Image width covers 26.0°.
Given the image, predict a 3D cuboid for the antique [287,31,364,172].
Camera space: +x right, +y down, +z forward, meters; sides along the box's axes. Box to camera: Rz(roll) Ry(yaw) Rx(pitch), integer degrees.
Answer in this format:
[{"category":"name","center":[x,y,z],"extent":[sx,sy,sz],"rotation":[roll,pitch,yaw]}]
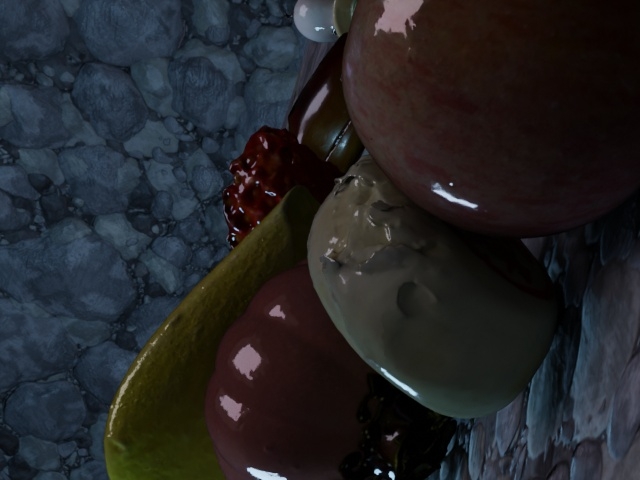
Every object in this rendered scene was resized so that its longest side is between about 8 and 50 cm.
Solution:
[{"category":"antique","center":[0.044,-0.218,2.143],"extent":[0.278,0.129,0.223],"rotation":[-57,0,-4]}]

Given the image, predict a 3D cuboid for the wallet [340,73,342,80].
[{"category":"wallet","center":[0.133,-0.340,1.843],"extent":[0.223,0.077,0.309],"rotation":[31,115,54]}]

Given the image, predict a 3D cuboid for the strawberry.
[{"category":"strawberry","center":[0.000,0.000,1.814],"extent":[0.265,0.149,0.336],"rotation":[-61,-38,-34]}]

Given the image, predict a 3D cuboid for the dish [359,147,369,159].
[{"category":"dish","center":[0.081,-0.071,2.020],"extent":[0.151,0.077,0.212],"rotation":[-87,15,-45]}]

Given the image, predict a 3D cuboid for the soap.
[{"category":"soap","center":[-0.069,0.167,1.653],"extent":[0.427,0.306,0.115],"rotation":[-53,36,-11]}]

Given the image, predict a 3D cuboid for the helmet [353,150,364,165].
[{"category":"helmet","center":[0.047,-0.192,2.318],"extent":[0.175,0.106,0.155],"rotation":[-60,-30,-26]}]

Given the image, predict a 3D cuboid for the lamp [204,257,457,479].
[{"category":"lamp","center":[0.026,0.161,1.481],"extent":[0.305,0.239,0.305],"rotation":[-35,-41,-38]}]

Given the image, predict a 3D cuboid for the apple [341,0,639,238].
[{"category":"apple","center":[0.159,-0.176,1.118],"extent":[0.345,0.269,0.345],"rotation":[-166,90,-82]}]

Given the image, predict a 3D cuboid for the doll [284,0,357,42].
[{"category":"doll","center":[0.076,-0.385,2.403],"extent":[0.271,0.208,0.144],"rotation":[3,-84,-62]}]

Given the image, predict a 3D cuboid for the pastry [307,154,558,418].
[{"category":"pastry","center":[0.099,0.035,1.236],"extent":[0.133,0.265,0.265],"rotation":[-50,19,22]}]
